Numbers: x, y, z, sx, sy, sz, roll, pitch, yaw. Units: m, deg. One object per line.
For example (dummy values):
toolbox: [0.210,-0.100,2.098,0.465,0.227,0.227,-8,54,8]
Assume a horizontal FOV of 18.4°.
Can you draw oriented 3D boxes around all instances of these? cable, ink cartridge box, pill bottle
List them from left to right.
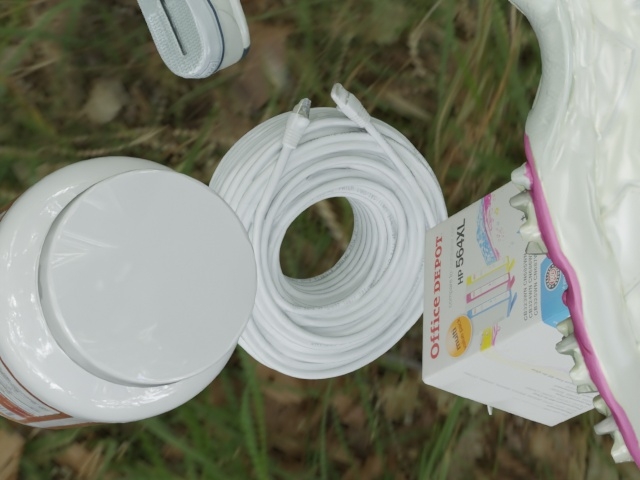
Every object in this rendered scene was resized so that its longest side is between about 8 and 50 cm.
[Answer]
pill bottle: [-0.104,0.026,0.925,0.121,0.216,0.121,2,83,-19]
cable: [0.000,0.000,1.902,0.257,0.089,0.257,38,87,-33]
ink cartridge box: [0.118,0.029,1.009,0.090,0.092,0.143,21,147,-29]

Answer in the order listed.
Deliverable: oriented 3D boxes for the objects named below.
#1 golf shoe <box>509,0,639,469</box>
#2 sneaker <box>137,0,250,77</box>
golf shoe: [0.126,-0.055,0.649,0.140,0.115,0.306,-13,103,14]
sneaker: [-0.146,-0.283,1.950,0.094,0.091,0.258,-18,90,37]
